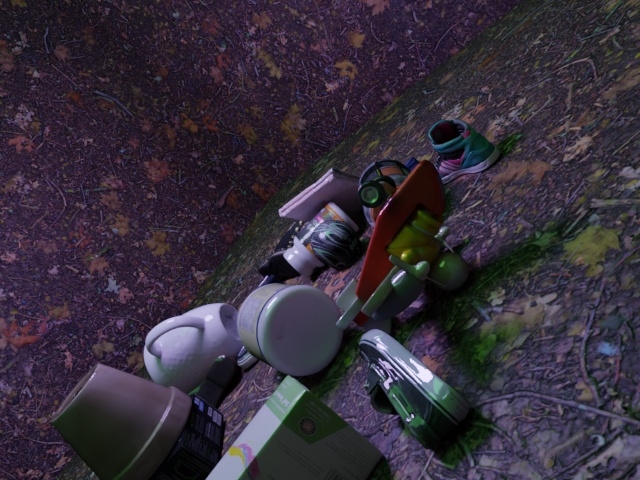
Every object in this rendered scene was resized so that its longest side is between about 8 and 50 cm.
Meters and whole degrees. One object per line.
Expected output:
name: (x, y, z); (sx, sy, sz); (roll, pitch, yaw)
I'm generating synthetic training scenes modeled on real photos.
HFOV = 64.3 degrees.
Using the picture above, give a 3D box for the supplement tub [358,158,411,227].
supplement tub: (0.225, -0.136, 1.615); (0.193, 0.193, 0.316); (-42, 15, 15)

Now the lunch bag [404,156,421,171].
lunch bag: (0.337, -0.260, 1.888); (0.098, 0.065, 0.067); (-46, -1, 4)

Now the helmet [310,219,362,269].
helmet: (0.049, 0.007, 1.780); (0.169, 0.161, 0.169); (-42, 17, 16)

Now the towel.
towel: (0.053, -0.159, 2.005); (0.317, 0.332, 0.053); (-34, 61, 37)

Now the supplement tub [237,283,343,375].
supplement tub: (-0.101, 0.240, 1.440); (0.235, 0.235, 0.325); (-51, 15, -18)

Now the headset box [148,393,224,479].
headset box: (-0.428, 0.639, 1.483); (0.283, 0.131, 0.246); (-45, 17, 9)

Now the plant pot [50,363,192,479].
plant pot: (-0.576, 0.504, 1.442); (0.323, 0.280, 0.323); (-42, 17, 16)

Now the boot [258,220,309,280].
boot: (-0.107, 0.029, 2.232); (0.284, 0.138, 0.377); (-55, 12, -30)

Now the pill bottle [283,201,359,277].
pill bottle: (0.000, 0.000, 1.940); (0.278, 0.162, 0.162); (-46, 15, 2)

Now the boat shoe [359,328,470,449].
boat shoe: (0.135, 0.264, 0.951); (0.119, 0.121, 0.335); (-44, 16, -8)

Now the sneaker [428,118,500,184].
sneaker: (0.386, -0.275, 1.562); (0.124, 0.178, 0.295); (-53, 16, -22)

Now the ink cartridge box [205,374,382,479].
ink cartridge box: (-0.083, 0.448, 0.896); (0.353, 0.207, 0.119); (-50, 16, -15)

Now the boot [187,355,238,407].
boot: (-0.388, 0.542, 1.777); (0.305, 0.112, 0.115); (-53, -15, -8)

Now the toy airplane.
toy airplane: (0.191, 0.064, 1.153); (0.384, 0.272, 0.386); (82, -150, -59)

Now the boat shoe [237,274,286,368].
boat shoe: (-0.223, 0.279, 1.825); (0.340, 0.158, 0.127); (-53, 16, -26)

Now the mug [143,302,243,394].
mug: (-0.472, 0.376, 1.887); (0.328, 0.374, 0.276); (-35, 54, 15)
